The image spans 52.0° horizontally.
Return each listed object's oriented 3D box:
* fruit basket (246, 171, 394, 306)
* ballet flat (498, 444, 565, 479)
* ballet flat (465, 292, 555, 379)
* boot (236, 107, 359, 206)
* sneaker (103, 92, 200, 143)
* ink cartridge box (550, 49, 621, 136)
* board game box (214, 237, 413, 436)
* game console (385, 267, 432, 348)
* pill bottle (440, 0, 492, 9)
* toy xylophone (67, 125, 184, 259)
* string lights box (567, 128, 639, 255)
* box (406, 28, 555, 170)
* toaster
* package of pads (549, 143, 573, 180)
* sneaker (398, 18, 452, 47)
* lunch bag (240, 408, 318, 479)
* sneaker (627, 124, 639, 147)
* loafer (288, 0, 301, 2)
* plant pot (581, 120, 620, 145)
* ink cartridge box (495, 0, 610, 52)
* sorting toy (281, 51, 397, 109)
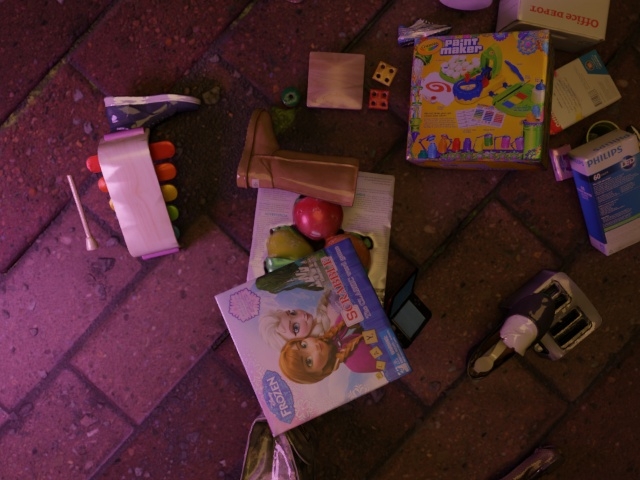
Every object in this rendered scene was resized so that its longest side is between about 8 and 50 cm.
[{"bbox_3d":[0.000,0.000,1.560,0.327,0.165,0.353,6,74,0],"label":"fruit basket"},{"bbox_3d":[0.473,0.572,1.584,0.250,0.084,0.058,-36,46,3],"label":"ballet flat"},{"bbox_3d":[0.428,0.234,1.495,0.095,0.096,0.280,40,127,10],"label":"ballet flat"},{"bbox_3d":[-0.042,-0.194,1.537,0.270,0.089,0.236,8,62,2],"label":"boot"},{"bbox_3d":[-0.395,-0.267,1.575,0.226,0.086,0.163,-5,92,-2],"label":"sneaker"},{"bbox_3d":[0.575,-0.336,1.572,0.231,0.078,0.134,-28,88,0],"label":"ink cartridge box"},{"bbox_3d":[-0.016,0.200,1.390,0.318,0.066,0.318,-24,78,-7],"label":"board game box"},{"bbox_3d":[0.212,0.159,1.535,0.124,0.085,0.144,48,49,0],"label":"game console"},{"bbox_3d":[0.359,-0.716,1.524,0.182,0.181,0.322,9,90,0],"label":"pill bottle"},{"bbox_3d":[-0.444,-0.096,1.524,0.236,0.081,0.322,-5,110,-3],"label":"toy xylophone"},{"bbox_3d":[0.679,-0.110,1.525,0.133,0.076,0.259,-24,113,0],"label":"string lights box"},{"bbox_3d":[0.363,-0.305,1.477,0.290,0.177,0.279,5,91,24],"label":"box"},{"bbox_3d":[0.550,0.171,1.556,0.186,0.110,0.168,-39,91,0],"label":"toaster"},{"bbox_3d":[0.590,-0.189,1.595,0.050,0.032,0.083,-16,90,2],"label":"package of pads"},{"bbox_3d":[0.251,-0.513,1.589,0.135,0.052,0.058,-11,86,0],"label":"sneaker"},{"bbox_3d":[-0.092,0.504,1.495,0.169,0.235,0.286,-1,90,5],"label":"lunch bag"},{"bbox_3d":[0.781,-0.252,1.599,0.035,0.031,0.083,-42,94,-13],"label":"sneaker"},{"bbox_3d":[-0.096,-0.635,1.591,0.148,0.050,0.056,40,90,0],"label":"loafer"},{"bbox_3d":[0.664,-0.238,1.571,0.083,0.079,0.083,0,90,1],"label":"plant pot"},{"bbox_3d":[0.552,-0.621,1.534,0.226,0.131,0.306,9,91,-10],"label":"ink cartridge box"},{"bbox_3d":[0.046,-0.382,1.591,0.275,0.046,0.132,3,90,1],"label":"sorting toy"}]
